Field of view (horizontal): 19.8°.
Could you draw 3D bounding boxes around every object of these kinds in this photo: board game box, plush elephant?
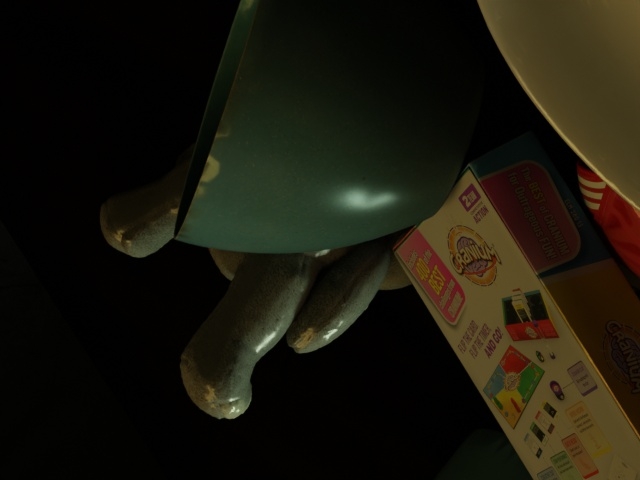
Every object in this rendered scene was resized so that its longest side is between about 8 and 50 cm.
[{"bbox_3d":[0.194,0.093,1.508,0.316,0.064,0.242,59,161,8],"label":"board game box"},{"bbox_3d":[0.000,0.000,1.741,0.272,0.330,0.255,49,-171,37],"label":"plush elephant"}]

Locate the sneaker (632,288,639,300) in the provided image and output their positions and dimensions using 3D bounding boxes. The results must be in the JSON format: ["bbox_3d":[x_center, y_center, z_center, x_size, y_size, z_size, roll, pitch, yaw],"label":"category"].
[{"bbox_3d":[0.342,0.134,1.452,0.275,0.110,0.107,41,161,18],"label":"sneaker"}]

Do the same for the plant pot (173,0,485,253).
[{"bbox_3d":[0.018,-0.110,1.469,0.195,0.290,0.290,18,163,-7],"label":"plant pot"}]

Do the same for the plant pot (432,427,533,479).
[{"bbox_3d":[0.202,0.403,2.113,0.293,0.235,0.293,40,160,18],"label":"plant pot"}]

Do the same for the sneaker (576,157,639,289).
[{"bbox_3d":[0.268,-0.003,1.373,0.221,0.087,0.128,28,155,41],"label":"sneaker"}]

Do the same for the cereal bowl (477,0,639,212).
[{"bbox_3d":[0.248,-0.136,1.054,0.339,0.141,0.339,40,160,18],"label":"cereal bowl"}]
